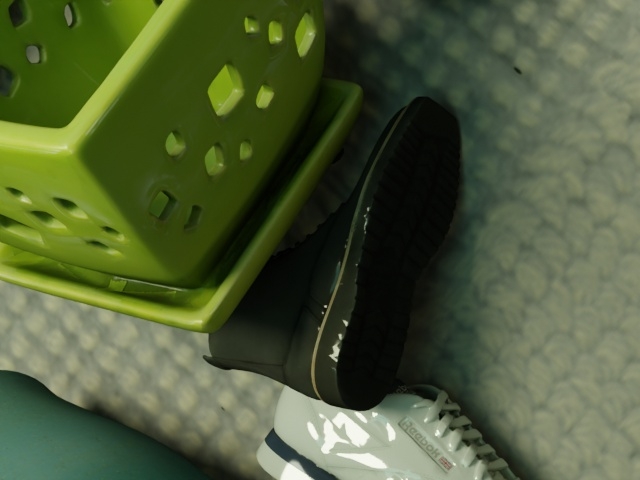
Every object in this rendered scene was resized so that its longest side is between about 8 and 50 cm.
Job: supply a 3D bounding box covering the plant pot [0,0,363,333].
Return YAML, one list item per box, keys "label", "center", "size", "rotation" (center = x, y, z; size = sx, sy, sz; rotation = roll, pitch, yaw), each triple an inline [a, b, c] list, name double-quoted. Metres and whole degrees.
- label: "plant pot"
  center: [-0.120, -0.082, 1.081]
  size: [0.228, 0.207, 0.227]
  rotation: [11, 57, 38]

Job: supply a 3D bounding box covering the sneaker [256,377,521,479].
- label: "sneaker"
  center: [0.071, 0.145, 1.115]
  size: [0.235, 0.090, 0.095]
  rotation: [26, 96, 21]

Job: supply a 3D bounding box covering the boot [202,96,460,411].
- label: "boot"
  center: [0.000, 0.000, 1.130]
  size: [0.137, 0.077, 0.198]
  rotation: [8, 70, 44]

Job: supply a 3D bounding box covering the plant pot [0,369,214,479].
- label: "plant pot"
  center: [-0.176, 0.224, 1.161]
  size: [0.255, 0.271, 0.272]
  rotation: [40, 112, 34]
